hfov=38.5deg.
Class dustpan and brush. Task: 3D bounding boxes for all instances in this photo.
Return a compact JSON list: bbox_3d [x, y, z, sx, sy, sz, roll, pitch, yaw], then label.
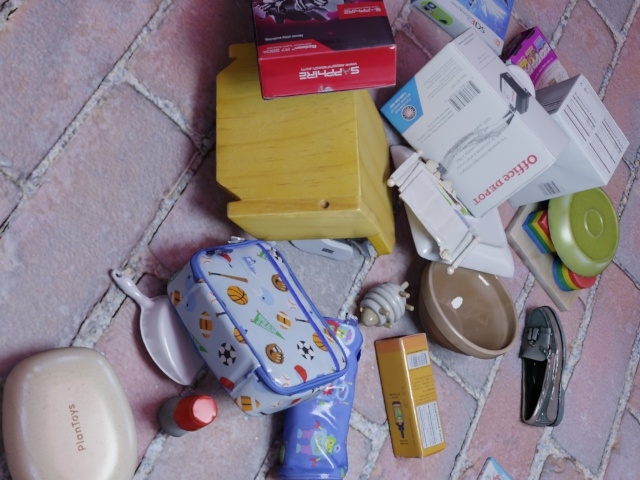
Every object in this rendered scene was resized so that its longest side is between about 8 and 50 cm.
[{"bbox_3d":[-0.263,0.123,1.513,0.211,0.060,0.147,55,42,-22],"label":"dustpan and brush"}]

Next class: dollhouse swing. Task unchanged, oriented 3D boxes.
[{"bbox_3d":[-0.018,-0.145,1.710,0.315,0.305,0.346,-3,67,1],"label":"dollhouse swing"}]

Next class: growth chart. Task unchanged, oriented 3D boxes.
[{"bbox_3d":[0.228,-0.064,1.797,0.237,0.021,0.172,55,43,2],"label":"growth chart"}]

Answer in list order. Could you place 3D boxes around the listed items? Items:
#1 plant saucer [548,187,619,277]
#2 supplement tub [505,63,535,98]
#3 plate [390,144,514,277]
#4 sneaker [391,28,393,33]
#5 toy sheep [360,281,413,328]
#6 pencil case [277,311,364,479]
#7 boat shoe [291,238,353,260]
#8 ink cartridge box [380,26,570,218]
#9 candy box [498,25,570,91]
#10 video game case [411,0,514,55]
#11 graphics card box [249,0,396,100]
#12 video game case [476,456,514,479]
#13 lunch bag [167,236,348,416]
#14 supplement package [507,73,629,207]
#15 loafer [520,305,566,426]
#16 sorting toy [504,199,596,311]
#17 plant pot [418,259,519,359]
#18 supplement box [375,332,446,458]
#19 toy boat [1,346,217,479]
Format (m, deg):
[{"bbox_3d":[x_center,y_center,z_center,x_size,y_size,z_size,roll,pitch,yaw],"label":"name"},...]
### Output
[{"bbox_3d":[0.613,-0.037,2.095,0.241,0.037,0.240,9,75,-35],"label":"plant saucer"},{"bbox_3d":[0.355,-0.298,1.972,0.117,0.190,0.116,8,77,-36],"label":"supplement tub"},{"bbox_3d":[0.286,-0.068,1.908,0.277,0.045,0.278,13,52,-35],"label":"plate"},{"bbox_3d":[0.051,-0.455,1.844,0.222,0.083,0.118,-8,85,-37],"label":"sneaker"},{"bbox_3d":[0.127,0.123,1.778,0.132,0.091,0.091,-35,102,-29],"label":"toy sheep"},{"bbox_3d":[0.004,0.283,1.630,0.133,0.119,0.306,11,74,-12],"label":"pencil case"},{"bbox_3d":[0.000,0.000,1.739,0.142,0.049,0.040,21,42,-31],"label":"boat shoe"},{"bbox_3d":[0.311,-0.234,1.851,0.307,0.223,0.129,49,40,0],"label":"ink cartridge box"},{"bbox_3d":[0.519,-0.369,2.186,0.233,0.071,0.159,52,55,-16],"label":"candy box"},{"bbox_3d":[0.343,-0.589,2.107,0.244,0.061,0.269,31,63,-29],"label":"video game case"},{"bbox_3d":[-0.008,-0.410,1.623,0.233,0.094,0.370,-6,49,-2],"label":"graphics card box"},{"bbox_3d":[0.353,0.554,1.904,0.119,0.015,0.166,48,56,-19],"label":"video game case"},{"bbox_3d":[-0.099,0.132,1.516,0.243,0.115,0.303,-8,60,-51],"label":"lunch bag"},{"bbox_3d":[0.496,-0.213,2.015,0.204,0.262,0.145,49,57,-19],"label":"supplement package"},{"bbox_3d":[0.482,0.276,2.014,0.084,0.096,0.267,3,81,-31],"label":"loafer"},{"bbox_3d":[0.582,-0.013,2.148,0.255,0.089,0.257,50,56,-18],"label":"sorting toy"},{"bbox_3d":[0.279,0.145,1.852,0.237,0.110,0.237,23,46,-26],"label":"plant pot"},{"bbox_3d":[0.175,0.302,1.784,0.080,0.078,0.233,-4,83,-41],"label":"supplement box"},{"bbox_3d":[-0.317,0.288,1.391,0.318,0.148,0.267,-5,79,-30],"label":"toy boat"}]
